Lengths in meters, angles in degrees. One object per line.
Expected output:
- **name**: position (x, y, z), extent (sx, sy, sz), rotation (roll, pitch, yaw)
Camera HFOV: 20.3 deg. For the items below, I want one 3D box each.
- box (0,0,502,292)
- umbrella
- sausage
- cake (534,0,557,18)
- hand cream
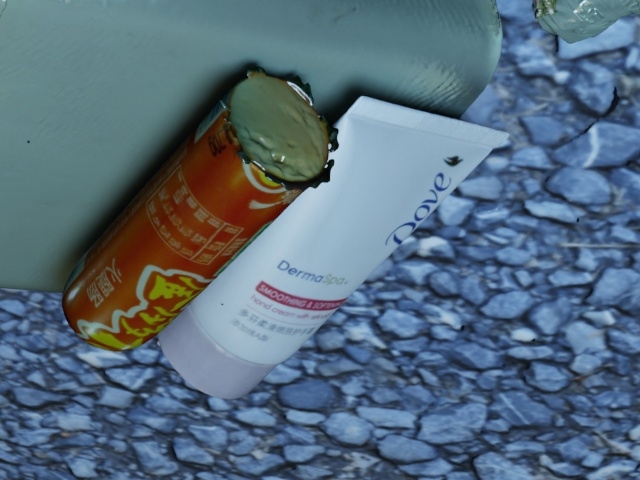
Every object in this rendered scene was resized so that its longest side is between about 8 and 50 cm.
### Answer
- **box**: position (-0.118, -0.106, 1.134), extent (0.343, 0.177, 0.352), rotation (7, 146, -27)
- **umbrella**: position (0.205, -0.165, 1.149), extent (0.143, 0.062, 0.067), rotation (-9, 109, 30)
- **sausage**: position (-0.087, -0.002, 1.081), extent (0.083, 0.083, 0.264), rotation (24, 139, -21)
- **cake**: position (0.137, -0.189, 1.075), extent (0.055, 0.140, 0.051), rotation (16, 136, 13)
- **hand cream**: position (0.000, 0.000, 1.122), extent (0.133, 0.083, 0.248), rotation (5, 140, -44)
